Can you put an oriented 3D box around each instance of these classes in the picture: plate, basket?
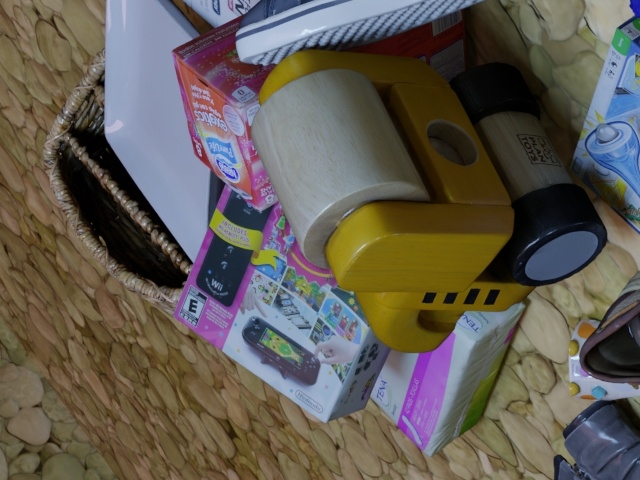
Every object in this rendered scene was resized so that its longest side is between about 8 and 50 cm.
[{"bbox_3d":[-0.166,-0.152,1.954,0.278,0.045,0.277,52,146,40],"label":"plate"},{"bbox_3d":[-0.207,-0.061,2.156,0.299,0.213,0.223,48,174,18],"label":"basket"}]

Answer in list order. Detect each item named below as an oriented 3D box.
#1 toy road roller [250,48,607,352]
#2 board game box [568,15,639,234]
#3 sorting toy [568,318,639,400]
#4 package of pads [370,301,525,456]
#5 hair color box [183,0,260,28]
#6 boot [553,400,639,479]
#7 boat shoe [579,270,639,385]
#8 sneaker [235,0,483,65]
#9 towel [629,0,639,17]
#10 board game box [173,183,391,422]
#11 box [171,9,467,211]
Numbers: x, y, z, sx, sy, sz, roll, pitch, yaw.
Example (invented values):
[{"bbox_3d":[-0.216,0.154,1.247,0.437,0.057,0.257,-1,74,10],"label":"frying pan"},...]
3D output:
[{"bbox_3d":[0.070,-0.016,1.575,0.240,0.329,0.202,-52,49,37],"label":"toy road roller"},{"bbox_3d":[0.288,-0.083,1.498,0.136,0.035,0.201,45,154,23],"label":"board game box"},{"bbox_3d":[0.287,0.125,1.739,0.075,0.045,0.083,3,103,32],"label":"sorting toy"},{"bbox_3d":[0.096,0.085,1.978,0.229,0.101,0.296,46,153,20],"label":"package of pads"},{"bbox_3d":[-0.135,-0.356,1.850,0.347,0.105,0.174,43,153,28],"label":"hair color box"},{"bbox_3d":[0.339,0.326,1.849,0.222,0.118,0.338,41,141,36],"label":"boot"},{"bbox_3d":[0.338,0.079,1.501,0.123,0.123,0.342,61,155,-10],"label":"boat shoe"},{"bbox_3d":[0.065,-0.245,1.484,0.321,0.126,0.127,-17,85,22],"label":"sneaker"},{"bbox_3d":[0.345,-0.165,1.244,0.308,0.076,0.228,41,151,30],"label":"towel"},{"bbox_3d":[0.000,0.000,1.835,0.224,0.097,0.303,32,111,24],"label":"board game box"},{"bbox_3d":[0.004,-0.156,1.655,0.122,0.257,0.128,40,151,40],"label":"box"}]
